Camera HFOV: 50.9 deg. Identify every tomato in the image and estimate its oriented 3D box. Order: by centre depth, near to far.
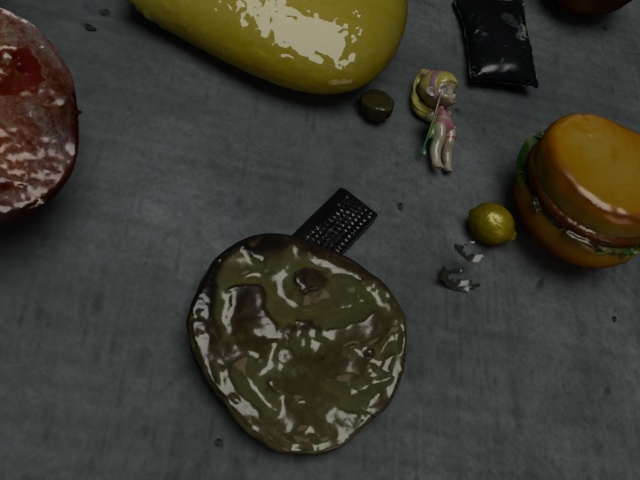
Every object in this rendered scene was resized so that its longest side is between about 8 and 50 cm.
[{"bbox_3d":[-0.455,-0.129,0.797,0.338,0.144,0.339,9,64,-19],"label":"tomato"}]

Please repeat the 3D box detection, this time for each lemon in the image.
[{"bbox_3d":[0.264,-0.025,1.029,0.083,0.062,0.062,33,59,0],"label":"lemon"}]

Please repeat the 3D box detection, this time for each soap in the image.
[{"bbox_3d":[-0.071,-0.394,1.069,0.427,0.115,0.306,23,64,-1],"label":"soap"}]

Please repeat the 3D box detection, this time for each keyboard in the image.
[{"bbox_3d":[0.001,-0.001,0.958,0.074,0.015,0.196,42,59,6],"label":"keyboard"}]

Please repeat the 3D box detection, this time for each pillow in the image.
[{"bbox_3d":[0.325,-0.367,1.230,0.141,0.055,0.209,1,63,-8],"label":"pillow"}]

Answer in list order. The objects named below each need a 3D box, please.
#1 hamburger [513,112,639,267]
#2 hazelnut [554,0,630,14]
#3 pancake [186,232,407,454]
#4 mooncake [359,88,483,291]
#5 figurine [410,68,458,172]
[{"bbox_3d":[0.411,-0.069,1.038,0.245,0.170,0.246,10,49,-11],"label":"hamburger"},{"bbox_3d":[0.550,-0.528,1.303,0.214,0.177,0.214,-13,29,7],"label":"hazelnut"},{"bbox_3d":[-0.030,0.124,0.856,0.294,0.049,0.295,8,67,-19],"label":"pancake"},{"bbox_3d":[0.152,-0.090,1.029,0.150,0.057,0.347,-4,68,-6],"label":"mooncake"},{"bbox_3d":[0.187,-0.201,1.098,0.083,0.083,0.188,2,76,-17],"label":"figurine"}]
